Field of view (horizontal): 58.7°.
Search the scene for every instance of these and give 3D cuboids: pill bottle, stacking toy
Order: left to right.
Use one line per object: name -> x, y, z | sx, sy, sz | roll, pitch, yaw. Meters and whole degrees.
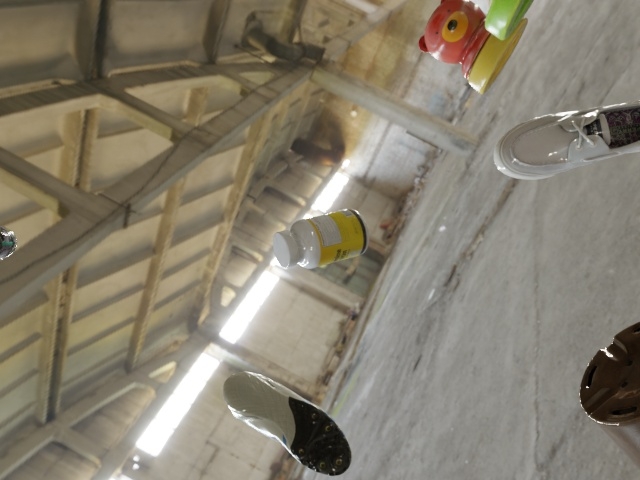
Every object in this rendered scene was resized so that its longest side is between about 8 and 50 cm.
pill bottle -> 0.000, 0.000, 1.168 | 0.184, 0.103, 0.103 | -14, -32, -28
stacking toy -> 0.254, -0.385, 0.769 | 0.308, 0.131, 0.279 | -58, -12, 5

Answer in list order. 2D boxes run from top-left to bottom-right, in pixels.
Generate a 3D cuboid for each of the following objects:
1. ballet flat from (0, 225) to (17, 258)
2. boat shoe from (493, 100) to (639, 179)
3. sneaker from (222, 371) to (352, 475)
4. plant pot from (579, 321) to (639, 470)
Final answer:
ballet flat -> -0.322, 0.001, 0.479 | 0.041, 0.115, 0.041 | 179, 90, -80
boat shoe -> 0.271, -0.104, 0.571 | 0.063, 0.184, 0.066 | 85, 179, -83
sneaker -> -0.047, 0.278, 0.881 | 0.085, 0.237, 0.086 | -58, -27, -10
plant pot -> 0.347, 0.169, 0.528 | 0.167, 0.165, 0.167 | -49, 5, 6
